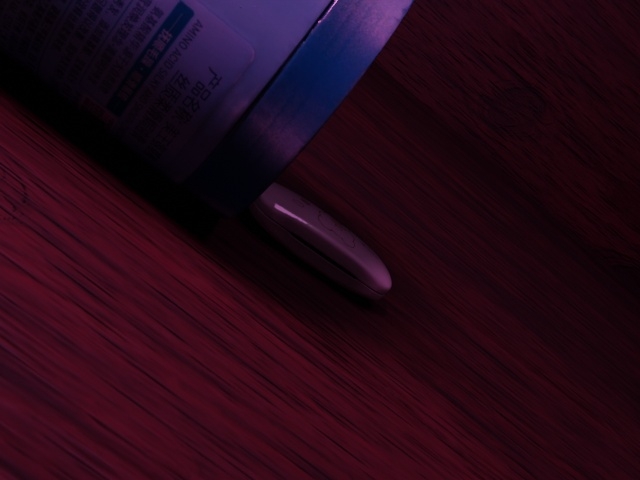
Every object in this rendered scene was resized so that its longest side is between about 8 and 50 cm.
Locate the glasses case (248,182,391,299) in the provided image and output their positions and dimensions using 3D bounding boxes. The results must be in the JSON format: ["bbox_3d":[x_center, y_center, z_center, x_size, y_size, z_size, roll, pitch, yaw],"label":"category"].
[{"bbox_3d":[0.000,0.000,0.979,0.193,0.049,0.074,34,20,-20],"label":"glasses case"}]

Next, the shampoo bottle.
[{"bbox_3d":[-0.127,-0.248,0.836,0.343,0.331,0.331,36,19,-12],"label":"shampoo bottle"}]
